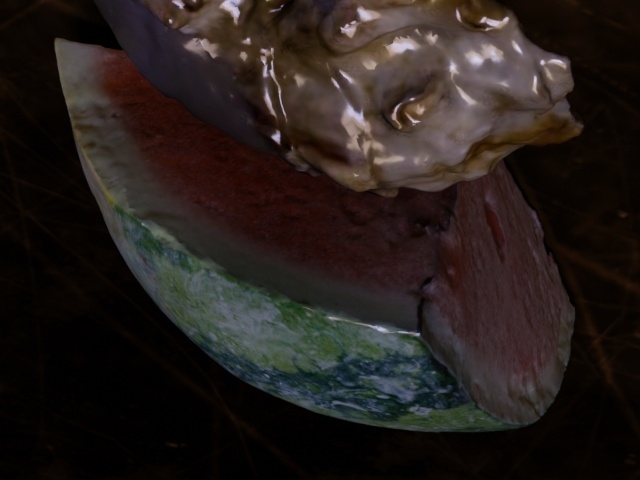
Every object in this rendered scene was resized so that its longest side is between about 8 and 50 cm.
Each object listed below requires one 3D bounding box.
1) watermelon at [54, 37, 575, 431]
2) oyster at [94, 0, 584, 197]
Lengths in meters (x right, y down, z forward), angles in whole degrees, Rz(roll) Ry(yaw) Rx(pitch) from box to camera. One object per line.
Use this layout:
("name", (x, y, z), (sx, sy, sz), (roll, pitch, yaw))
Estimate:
("watermelon", (0.000, 0.000, 0.770), (0.260, 0.176, 0.256), (3, 177, 7))
("oyster", (-0.040, -0.136, 0.617), (0.337, 0.133, 0.198), (42, 159, -12))
